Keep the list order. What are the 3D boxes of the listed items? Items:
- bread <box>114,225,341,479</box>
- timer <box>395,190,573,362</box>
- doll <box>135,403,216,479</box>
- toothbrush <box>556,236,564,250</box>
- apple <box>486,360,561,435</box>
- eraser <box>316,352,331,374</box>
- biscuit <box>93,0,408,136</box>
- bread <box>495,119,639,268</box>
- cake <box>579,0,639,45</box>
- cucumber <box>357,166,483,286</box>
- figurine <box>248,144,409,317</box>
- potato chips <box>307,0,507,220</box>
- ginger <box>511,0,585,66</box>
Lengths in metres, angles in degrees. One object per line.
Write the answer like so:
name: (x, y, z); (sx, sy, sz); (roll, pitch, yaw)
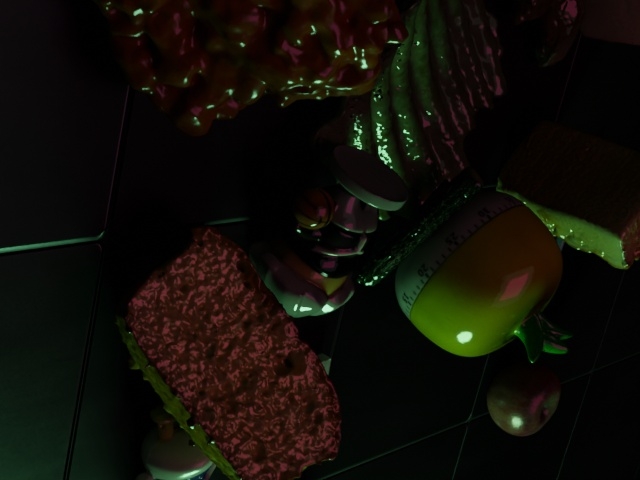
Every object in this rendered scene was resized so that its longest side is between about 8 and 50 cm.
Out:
bread: (-0.126, 0.152, 1.472); (0.194, 0.179, 0.340); (-40, 105, -22)
timer: (0.280, 0.085, 1.838); (0.285, 0.285, 0.285); (-30, 133, -38)
doll: (-0.186, 0.340, 1.607); (0.138, 0.119, 0.293); (-26, 125, -35)
toothbrush: (0.479, -0.040, 2.271); (0.025, 0.019, 0.275); (0, 111, -60)
apple: (0.394, 0.307, 2.301); (0.153, 0.120, 0.153); (-37, 143, -36)
eraser: (-0.047, 0.237, 1.783); (0.150, 0.023, 0.103); (-14, 122, -46)
biscuit: (-0.081, -0.265, 1.193); (0.110, 0.312, 0.318); (-78, 156, -57)
bread: (0.444, -0.078, 1.983); (0.184, 0.275, 0.114); (-48, 139, -20)
cake: (0.524, -0.456, 2.039); (0.262, 0.160, 0.158); (-76, 165, -53)
cucumber: (0.142, -0.015, 1.765); (0.044, 0.043, 0.257); (20, 124, -45)
figurine: (0.000, 0.000, 1.574); (0.176, 0.133, 0.236); (-1, 133, -48)
potato chips: (0.145, -0.211, 1.676); (0.373, 0.097, 0.389); (-63, 148, -4)
ginger: (0.351, -0.371, 1.843); (0.122, 0.084, 0.290); (-61, 146, -14)
